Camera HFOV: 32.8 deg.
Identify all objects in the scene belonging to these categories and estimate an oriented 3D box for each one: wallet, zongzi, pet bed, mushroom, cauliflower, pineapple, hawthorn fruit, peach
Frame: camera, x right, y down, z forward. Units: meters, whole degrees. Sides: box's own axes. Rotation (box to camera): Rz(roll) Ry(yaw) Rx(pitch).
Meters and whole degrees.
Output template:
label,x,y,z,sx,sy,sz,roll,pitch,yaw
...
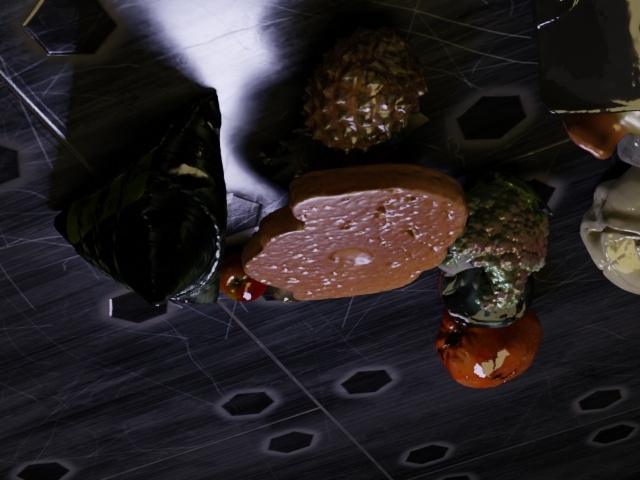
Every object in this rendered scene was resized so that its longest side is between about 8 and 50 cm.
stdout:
label,x,y,z,sx,sy,sz,roll,pitch,yaw
wallet,0.388,-0.353,1.494,0.197,0.051,0.377,0,122,16
zongzi,-0.259,0.015,1.713,0.319,0.362,0.383,22,138,-15
pet bed,0.330,0.084,2.169,0.201,0.053,0.201,-1,103,-5
mushroom,0.552,-0.203,1.884,0.081,0.092,0.223,-51,146,-6
cauliflower,0.293,0.000,2.013,0.239,0.256,0.315,52,139,-7
pineapple,0.022,-0.187,1.696,0.175,0.175,0.361,9,154,-28
hawthorn fruit,0.379,0.204,2.330,0.299,0.211,0.211,-2,149,-49
peach,-0.147,0.068,2.053,0.101,0.100,0.100,-8,146,-6

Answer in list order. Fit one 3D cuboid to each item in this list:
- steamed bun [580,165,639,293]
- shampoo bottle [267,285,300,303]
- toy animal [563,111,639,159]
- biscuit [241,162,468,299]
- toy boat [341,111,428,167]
label,x,y,z,sx,sy,sz,roll,pitch,yaw
steamed bun,0.642,-0.001,2.081,0.276,0.203,0.289,13,145,-26
shampoo bottle,0.000,0.000,1.998,0.125,0.084,0.350,-9,150,-35
toy animal,0.539,-0.259,1.671,0.191,0.216,0.338,40,115,-8
biscuit,0.061,-0.006,1.819,0.350,0.078,0.455,9,152,-22
toy boat,0.104,-0.169,1.807,0.172,0.066,0.065,-36,137,29
